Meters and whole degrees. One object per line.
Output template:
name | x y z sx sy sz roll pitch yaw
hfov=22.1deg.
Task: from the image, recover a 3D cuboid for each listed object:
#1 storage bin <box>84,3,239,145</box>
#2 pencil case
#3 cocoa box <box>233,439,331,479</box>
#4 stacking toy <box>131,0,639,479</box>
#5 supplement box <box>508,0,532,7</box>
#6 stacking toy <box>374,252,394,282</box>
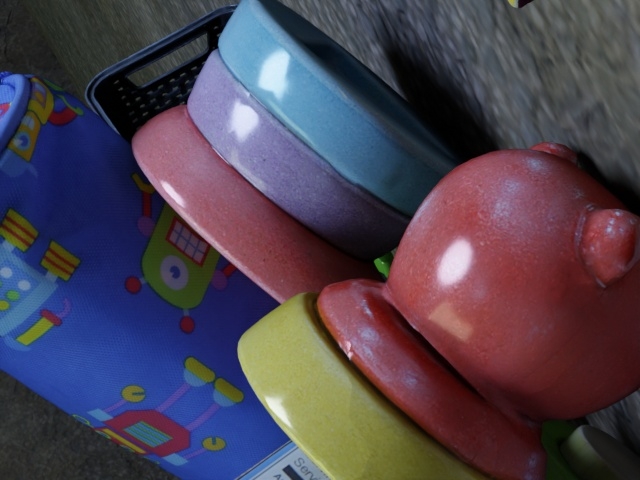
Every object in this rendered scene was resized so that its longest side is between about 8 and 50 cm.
storage bin | -0.054 -0.054 1.000 0.180 0.122 0.084 51 168 50
pencil case | -0.067 0.036 0.788 0.306 0.133 0.119 34 149 -29
cocoa box | -0.039 0.275 0.701 0.231 0.228 0.347 48 145 14
stacking toy | 0.077 0.018 0.694 0.279 0.130 0.309 33 -167 -35
supplement box | 0.047 -0.114 0.434 0.083 0.043 0.055 57 173 22
stacking toy | 0.000 0.000 1.123 0.221 0.052 0.167 53 170 40
